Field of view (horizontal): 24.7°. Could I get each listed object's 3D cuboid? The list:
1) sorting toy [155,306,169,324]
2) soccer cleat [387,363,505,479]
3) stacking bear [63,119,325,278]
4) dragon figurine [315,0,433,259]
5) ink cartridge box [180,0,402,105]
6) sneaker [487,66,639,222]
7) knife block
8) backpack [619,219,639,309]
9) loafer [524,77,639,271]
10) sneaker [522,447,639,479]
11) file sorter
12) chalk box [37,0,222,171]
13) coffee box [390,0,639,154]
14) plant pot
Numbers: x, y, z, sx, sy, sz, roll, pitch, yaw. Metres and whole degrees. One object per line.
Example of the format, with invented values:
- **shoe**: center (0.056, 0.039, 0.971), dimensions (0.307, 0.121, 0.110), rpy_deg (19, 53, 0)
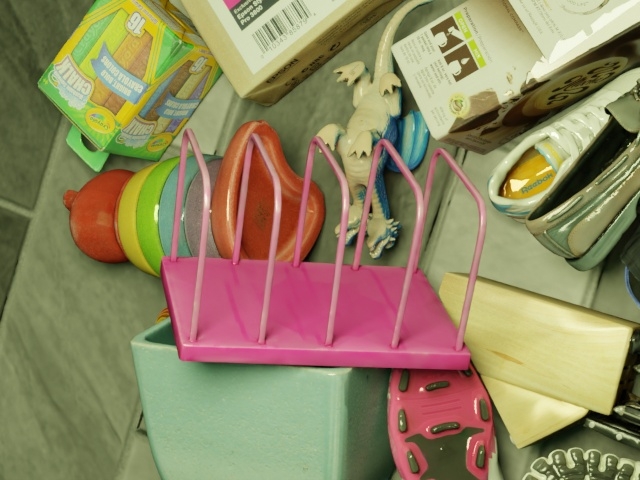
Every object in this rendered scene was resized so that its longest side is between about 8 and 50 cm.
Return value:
- **sorting toy**: center (-0.165, 0.083, 1.764), dimensions (0.061, 0.042, 0.102), rpy_deg (33, 100, 21)
- **soccer cleat**: center (0.143, 0.267, 1.561), dimensions (0.116, 0.143, 0.331), rpy_deg (-17, 85, -8)
- **stacking bear**: center (-0.171, -0.028, 1.712), dimensions (0.289, 0.175, 0.164), rpy_deg (0, 53, 35)
- **dragon figurine**: center (0.068, -0.127, 1.647), dimensions (0.085, 0.144, 0.289), rpy_deg (10, 72, 25)
- **ink cartridge box**: center (-0.037, -0.302, 1.702), dimensions (0.235, 0.088, 0.193), rpy_deg (-37, 75, 19)
- **sneaker**: center (0.278, -0.100, 1.551), dimensions (0.229, 0.092, 0.087), rpy_deg (-41, 71, 16)
- **knife block**: center (0.289, 0.107, 1.539), dimensions (0.242, 0.088, 0.275), rpy_deg (-31, 75, 19)
- **backpack**: center (0.429, 0.013, 1.401), dimensions (0.276, 0.213, 0.263), rpy_deg (-55, 34, 4)
- **loafer**: center (0.306, -0.097, 1.471), dimensions (0.084, 0.096, 0.267), rpy_deg (30, 97, -14)
- **sneaker**: center (0.365, 0.280, 1.486), dimensions (0.330, 0.147, 0.130), rpy_deg (9, 74, 6)
- **file sorter**: center (0.000, 0.000, 1.476), dimensions (0.291, 0.202, 0.182), rpy_deg (3, 113, -13)
- **chalk box**: center (-0.236, -0.184, 1.759), dimensions (0.132, 0.132, 0.213), rpy_deg (43, 104, 20)
- **coffee box**: center (0.247, -0.215, 1.529), dimensions (0.297, 0.168, 0.119), rpy_deg (-30, 76, 20)
- **plant pot**: center (-0.040, 0.205, 1.603), dimensions (0.247, 0.248, 0.252), rpy_deg (7, 107, 24)
